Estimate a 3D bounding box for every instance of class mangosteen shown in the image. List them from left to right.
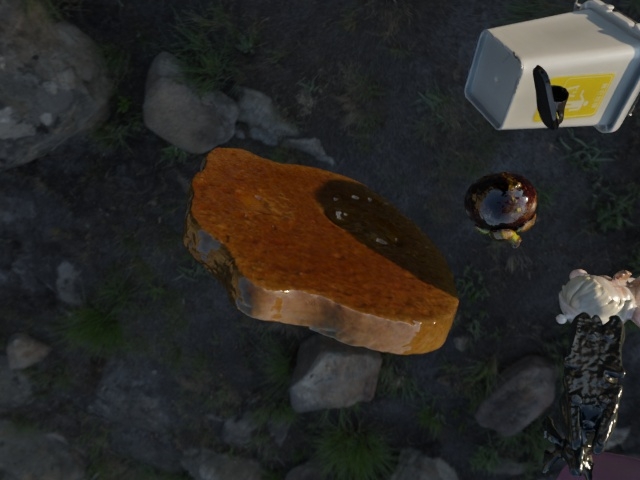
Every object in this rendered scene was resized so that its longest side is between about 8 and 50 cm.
[{"bbox_3d":[0.495,-0.079,1.479,0.192,0.192,0.217,-13,99,12],"label":"mangosteen"}]

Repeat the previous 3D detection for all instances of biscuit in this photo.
[{"bbox_3d":[-0.001,0.002,0.509,0.257,0.273,0.049,12,117,-21],"label":"biscuit"}]

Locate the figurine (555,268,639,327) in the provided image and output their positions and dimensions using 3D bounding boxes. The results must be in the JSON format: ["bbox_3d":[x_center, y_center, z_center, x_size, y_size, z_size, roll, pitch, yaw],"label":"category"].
[{"bbox_3d":[0.599,0.125,1.137,0.257,0.182,0.144,2,140,-19],"label":"figurine"}]

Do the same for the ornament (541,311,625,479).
[{"bbox_3d":[0.363,0.232,0.766,0.080,0.202,0.236,9,145,23],"label":"ornament"}]

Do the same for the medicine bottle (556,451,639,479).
[{"bbox_3d":[0.479,0.406,0.762,0.178,0.290,0.178,2,76,-6],"label":"medicine bottle"}]

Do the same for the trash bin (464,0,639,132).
[{"bbox_3d":[0.541,-0.406,1.277,0.368,0.296,0.255,-11,140,-15],"label":"trash bin"}]

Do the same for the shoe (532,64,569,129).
[{"bbox_3d":[0.426,-0.265,0.989,0.053,0.062,0.159,-34,140,10],"label":"shoe"}]
